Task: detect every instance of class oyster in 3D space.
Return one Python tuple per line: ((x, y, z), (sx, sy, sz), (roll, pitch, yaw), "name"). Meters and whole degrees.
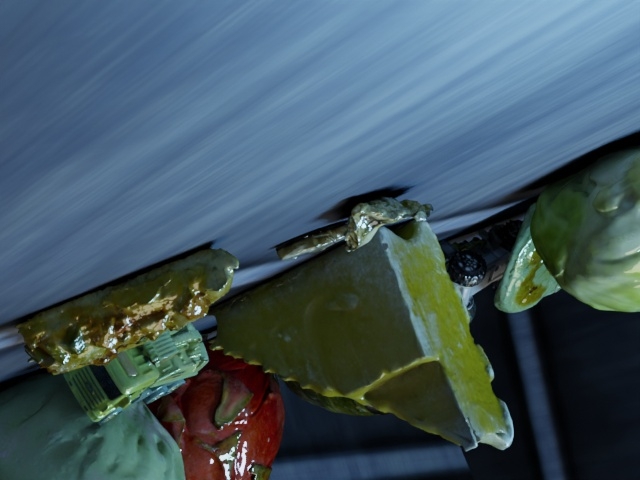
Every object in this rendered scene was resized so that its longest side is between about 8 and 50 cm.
((0.057, -0.018, 1.397), (0.146, 0.045, 0.121), (-27, 175, -41), "oyster")

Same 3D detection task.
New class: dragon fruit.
((-0.198, 0.290, 2.069), (0.342, 0.277, 0.277), (-26, 175, -14), "dragon fruit")

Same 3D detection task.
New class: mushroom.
((0.000, 0.000, 1.467), (0.101, 0.019, 0.049), (-19, 173, -25), "mushroom")

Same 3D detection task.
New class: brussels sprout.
((0.452, -0.027, 1.916), (0.273, 0.243, 0.316), (8, 156, -24), "brussels sprout")

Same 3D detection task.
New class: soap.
((0.035, 0.174, 1.765), (0.338, 0.304, 0.169), (-26, 169, 33), "soap")

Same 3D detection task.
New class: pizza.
((-0.195, 0.080, 1.288), (0.292, 0.058, 0.197), (-26, 172, 34), "pizza")

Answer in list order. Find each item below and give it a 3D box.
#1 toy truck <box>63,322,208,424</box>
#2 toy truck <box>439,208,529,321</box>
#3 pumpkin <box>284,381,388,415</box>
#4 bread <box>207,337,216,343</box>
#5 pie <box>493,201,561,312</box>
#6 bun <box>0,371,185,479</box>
((-0.207, 0.143, 1.669), (0.116, 0.085, 0.191), (-37, 170, 31), "toy truck")
((0.272, 0.032, 2.286), (0.286, 0.111, 0.136), (-27, 147, -29), "toy truck")
((0.044, 0.138, 2.115), (0.232, 0.242, 0.325), (8, 180, 25), "pumpkin")
((-0.173, 0.186, 2.328), (0.110, 0.044, 0.083), (-22, 173, 18), "bread")
((0.360, 0.016, 2.213), (0.240, 0.054, 0.240), (-32, 145, -26), "pie")
((-0.283, 0.253, 1.722), (0.179, 0.283, 0.283), (-58, 164, 13), "bun")
